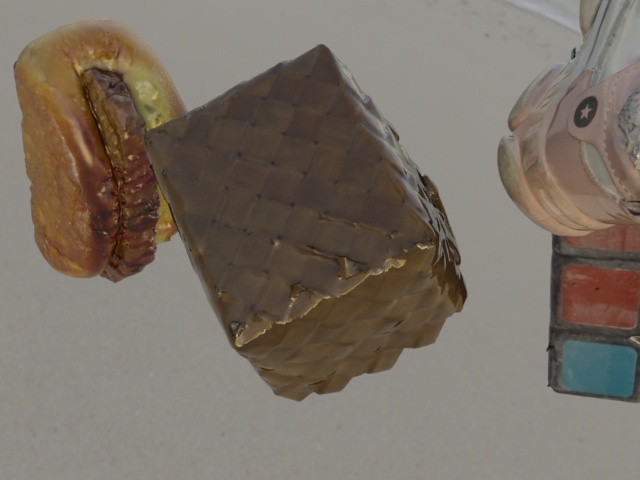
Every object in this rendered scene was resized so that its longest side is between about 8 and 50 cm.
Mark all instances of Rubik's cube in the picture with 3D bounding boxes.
[{"bbox_3d":[0.475,-0.025,1.094,0.359,0.362,0.363,5,38,16],"label":"Rubik's cube"}]

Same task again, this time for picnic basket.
[{"bbox_3d":[0.000,0.000,0.894,0.291,0.254,0.321,65,6,25],"label":"picnic basket"}]

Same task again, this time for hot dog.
[{"bbox_3d":[-0.299,-0.099,1.280,0.223,0.405,0.185,34,46,29],"label":"hot dog"}]

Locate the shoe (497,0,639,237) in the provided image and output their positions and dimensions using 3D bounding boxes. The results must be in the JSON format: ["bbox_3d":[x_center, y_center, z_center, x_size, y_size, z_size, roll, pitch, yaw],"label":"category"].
[{"bbox_3d":[0.309,-0.146,0.713,0.172,0.350,0.198,29,1,-21],"label":"shoe"}]
